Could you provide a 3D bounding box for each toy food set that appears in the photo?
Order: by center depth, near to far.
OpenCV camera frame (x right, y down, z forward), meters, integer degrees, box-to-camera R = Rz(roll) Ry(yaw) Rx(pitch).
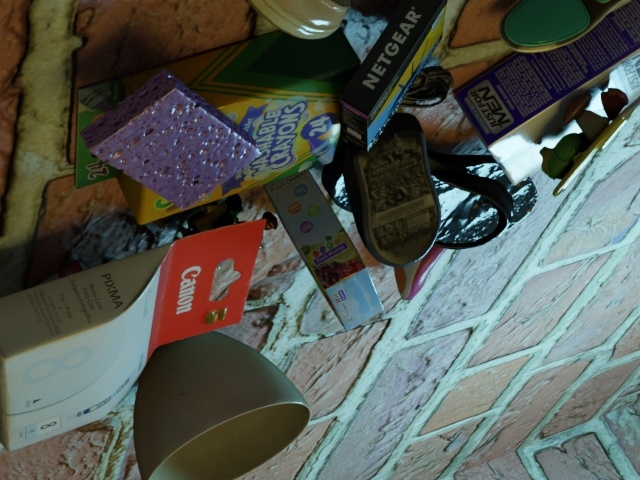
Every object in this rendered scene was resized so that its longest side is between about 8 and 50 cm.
[{"bbox_3d":[0.364,-0.155,1.948,0.128,0.071,0.218,-39,169,-41],"label":"toy food set"}]

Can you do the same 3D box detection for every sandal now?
[{"bbox_3d":[0.178,-0.049,2.076,0.445,0.107,0.167,10,125,-47],"label":"sandal"}]

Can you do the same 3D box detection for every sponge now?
[{"bbox_3d":[-0.159,-0.106,1.553,0.117,0.031,0.210,-36,153,10],"label":"sponge"}]

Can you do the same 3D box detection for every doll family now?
[{"bbox_3d":[-0.134,-0.026,1.897,0.111,0.076,0.193,-38,160,9],"label":"doll family"}]

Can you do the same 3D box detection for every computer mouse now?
[{"bbox_3d":[0.094,-0.098,1.902,0.188,0.072,0.272,-16,115,-20],"label":"computer mouse"}]

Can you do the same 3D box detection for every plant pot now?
[{"bbox_3d":[-0.183,0.256,2.240,0.284,0.191,0.284,-24,155,-12],"label":"plant pot"}]

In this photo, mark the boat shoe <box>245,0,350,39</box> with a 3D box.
[{"bbox_3d":[-0.048,-0.299,1.389,0.110,0.122,0.341,-36,154,17],"label":"boat shoe"}]

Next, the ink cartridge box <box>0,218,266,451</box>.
[{"bbox_3d":[-0.251,0.129,1.879,0.385,0.091,0.308,-17,154,-20],"label":"ink cartridge box"}]

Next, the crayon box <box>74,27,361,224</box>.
[{"bbox_3d":[-0.124,-0.133,1.678,0.322,0.083,0.203,-19,154,-21],"label":"crayon box"}]

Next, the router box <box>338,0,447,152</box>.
[{"bbox_3d":[0.085,-0.205,1.687,0.179,0.046,0.133,-57,171,-11],"label":"router box"}]

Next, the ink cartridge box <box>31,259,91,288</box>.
[{"bbox_3d":[-0.355,0.102,1.906,0.150,0.063,0.109,-31,156,5],"label":"ink cartridge box"}]

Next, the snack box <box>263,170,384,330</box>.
[{"bbox_3d":[0.000,0.000,1.919,0.070,0.207,0.174,-28,155,-2],"label":"snack box"}]

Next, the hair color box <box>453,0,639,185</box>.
[{"bbox_3d":[0.373,-0.231,2.005,0.338,0.110,0.185,-32,157,9],"label":"hair color box"}]

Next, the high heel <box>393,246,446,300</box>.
[{"bbox_3d":[0.190,0.010,2.307,0.117,0.082,0.244,-11,139,-17],"label":"high heel"}]

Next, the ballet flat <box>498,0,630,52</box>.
[{"bbox_3d":[0.339,-0.310,1.855,0.248,0.086,0.086,-27,156,-7],"label":"ballet flat"}]
